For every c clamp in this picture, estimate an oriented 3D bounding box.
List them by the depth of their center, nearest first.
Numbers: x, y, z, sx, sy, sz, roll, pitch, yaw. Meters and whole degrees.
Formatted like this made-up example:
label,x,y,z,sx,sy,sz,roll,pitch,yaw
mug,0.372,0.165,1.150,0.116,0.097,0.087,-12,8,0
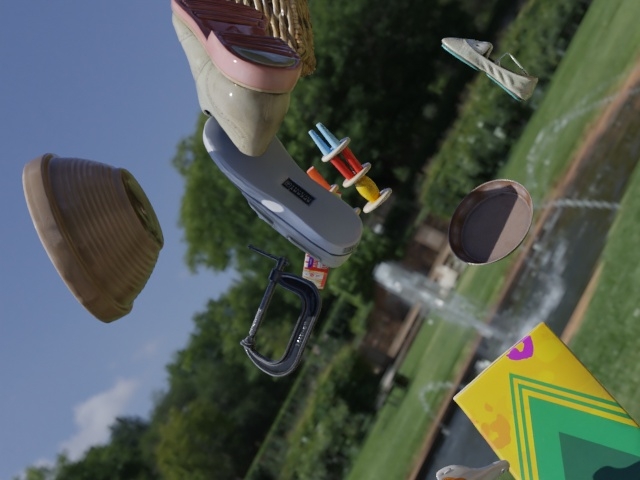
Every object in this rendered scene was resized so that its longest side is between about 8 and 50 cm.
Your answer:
label,x,y,z,sx,sy,sz,roll,pitch,yaw
c clamp,-0.063,0.100,1.583,0.022,0.137,0.160,18,-91,-61

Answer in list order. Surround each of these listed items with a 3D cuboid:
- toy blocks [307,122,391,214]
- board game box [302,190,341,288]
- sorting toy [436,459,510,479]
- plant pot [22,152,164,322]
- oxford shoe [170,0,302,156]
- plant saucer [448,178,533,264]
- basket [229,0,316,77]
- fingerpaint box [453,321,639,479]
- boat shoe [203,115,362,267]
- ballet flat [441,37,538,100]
label,x,y,z,sx,sy,sz,roll,pitch,yaw
toy blocks,0.017,-0.098,1.736,0.123,0.148,0.054,-32,13,39
board game box,0.000,0.000,2.078,0.193,0.045,0.146,102,178,-80
sorting toy,0.167,0.255,1.241,0.075,0.044,0.083,-27,-20,0
plant pot,-0.280,-0.021,1.518,0.110,0.237,0.237,-27,-2,5
oxford shoe,-0.142,-0.246,1.625,0.397,0.141,0.146,-119,39,-59
plant saucer,0.301,-0.028,2.024,0.029,0.168,0.168,36,-102,-42
basket,-0.136,-0.421,1.990,0.223,0.214,0.299,-12,-87,-84
fingerpaint box,0.408,0.357,1.480,0.163,0.371,0.445,-42,-43,5
boat shoe,-0.058,-0.065,1.584,0.096,0.267,0.088,-48,-9,-35
ballet flat,0.274,-0.288,1.865,0.052,0.168,0.057,-56,-3,19
